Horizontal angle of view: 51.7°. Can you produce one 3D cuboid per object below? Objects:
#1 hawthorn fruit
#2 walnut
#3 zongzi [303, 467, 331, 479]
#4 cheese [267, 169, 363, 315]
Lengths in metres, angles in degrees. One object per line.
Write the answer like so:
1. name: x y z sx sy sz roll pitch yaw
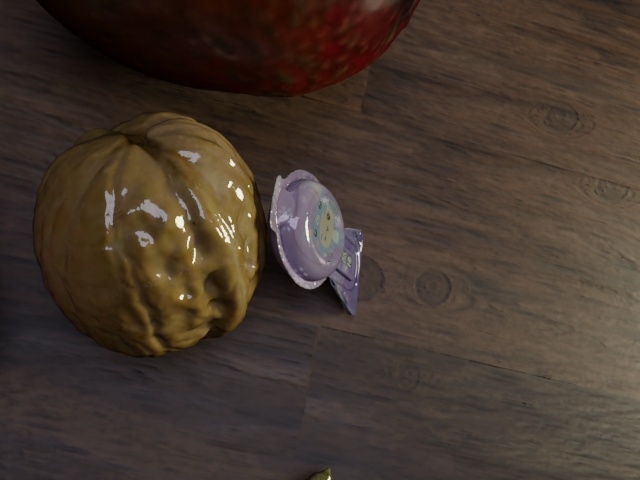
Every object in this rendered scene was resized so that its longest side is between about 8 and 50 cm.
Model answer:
1. hawthorn fruit: -0.094 -0.307 0.591 0.402 0.403 0.403 3 73 -11
2. walnut: -0.139 0.000 0.565 0.213 0.213 0.213 3 73 -11
3. zongzi: -0.160 0.290 0.522 0.289 0.154 0.318 21 51 -2
4. cheese: 0.000 0.000 0.616 0.042 0.191 0.105 -1 70 25
